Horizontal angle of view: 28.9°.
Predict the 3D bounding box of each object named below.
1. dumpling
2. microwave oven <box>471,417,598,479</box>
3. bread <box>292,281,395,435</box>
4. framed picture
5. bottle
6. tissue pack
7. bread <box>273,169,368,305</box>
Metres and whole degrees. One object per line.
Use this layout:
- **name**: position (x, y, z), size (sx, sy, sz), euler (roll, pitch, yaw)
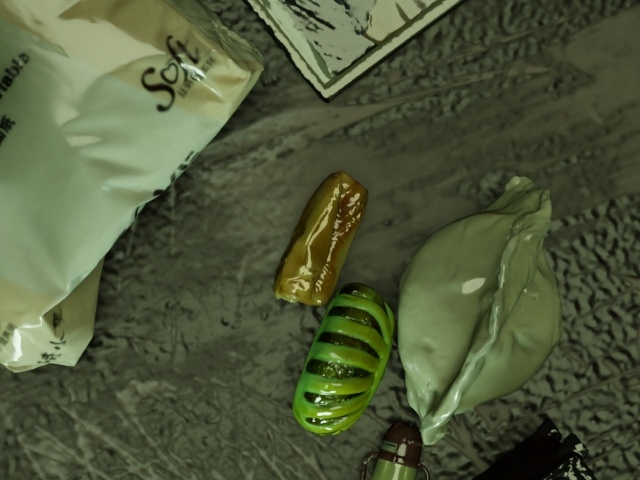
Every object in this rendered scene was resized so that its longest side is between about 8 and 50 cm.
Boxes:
- **dumpling**: position (0.143, 0.062, 1.091), size (0.147, 0.193, 0.258), euler (24, 88, -4)
- **microwave oven**: position (0.215, 0.311, 1.080), size (0.178, 0.188, 0.247), euler (-36, 87, -4)
- **bread**: position (0.024, 0.110, 1.123), size (0.071, 0.130, 0.139), euler (19, 68, 10)
- **framed picture**: position (0.000, -0.290, 1.201), size (0.192, 0.018, 0.265), euler (-38, 88, -2)
- **bottle**: position (0.071, 0.220, 1.156), size (0.063, 0.047, 0.101), euler (16, 81, -11)
- **tissue pack**: position (-0.283, -0.129, 1.105), size (0.390, 0.195, 0.375), euler (38, 99, 1)
- **bread**: position (0.000, 0.000, 1.154), size (0.053, 0.074, 0.132), euler (25, 88, -11)
